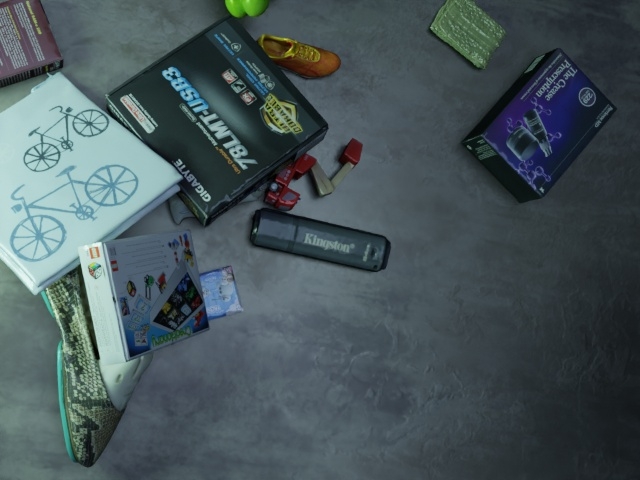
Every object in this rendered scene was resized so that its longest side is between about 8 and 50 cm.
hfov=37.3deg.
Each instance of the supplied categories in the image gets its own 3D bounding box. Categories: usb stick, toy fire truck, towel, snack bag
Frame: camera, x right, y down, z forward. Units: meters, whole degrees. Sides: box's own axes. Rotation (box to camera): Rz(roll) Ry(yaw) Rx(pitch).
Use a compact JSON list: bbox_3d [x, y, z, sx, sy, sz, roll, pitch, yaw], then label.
[{"bbox_3d":[0.000,0.000,1.828,0.278,0.045,0.077,13,82,-14],"label":"usb stick"},{"bbox_3d":[-0.013,-0.129,1.825,0.135,0.047,0.192,27,72,-6],"label":"toy fire truck"},{"bbox_3d":[0.306,-0.433,1.953,0.148,0.027,0.110,36,77,-9],"label":"towel"},{"bbox_3d":[-0.465,-0.110,1.622,0.342,0.037,0.323,40,63,17],"label":"snack bag"}]

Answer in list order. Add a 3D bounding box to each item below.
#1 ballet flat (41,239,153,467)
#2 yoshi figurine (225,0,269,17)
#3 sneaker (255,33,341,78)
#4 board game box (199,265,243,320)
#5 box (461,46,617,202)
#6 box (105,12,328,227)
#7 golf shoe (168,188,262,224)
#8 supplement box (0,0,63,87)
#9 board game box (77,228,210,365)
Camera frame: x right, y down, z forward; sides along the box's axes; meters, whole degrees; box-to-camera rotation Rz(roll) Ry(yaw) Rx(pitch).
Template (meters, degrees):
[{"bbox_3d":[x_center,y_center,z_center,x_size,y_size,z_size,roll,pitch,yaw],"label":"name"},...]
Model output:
[{"bbox_3d":[-0.391,0.143,1.642,0.182,0.164,0.482,-13,87,2],"label":"ballet flat"},{"bbox_3d":[-0.129,-0.601,1.755,0.203,0.203,0.362,-10,109,-25],"label":"yoshi figurine"},{"bbox_3d":[-0.042,-0.354,1.832,0.175,0.067,0.064,7,83,-16],"label":"sneaker"},{"bbox_3d":[-0.199,0.101,1.779,0.090,0.020,0.090,-15,91,-15],"label":"board game box"},{"bbox_3d":[0.449,-0.234,1.942,0.184,0.103,0.261,44,76,-11],"label":"box"},{"bbox_3d":[-0.188,-0.224,1.741,0.293,0.073,0.295,-37,83,-19],"label":"box"},{"bbox_3d":[-0.197,-0.069,1.779,0.176,0.069,0.086,-2,103,-10],"label":"golf shoe"},{"bbox_3d":[-0.592,-0.335,1.676,0.239,0.073,0.130,-21,92,-15],"label":"supplement box"},{"bbox_3d":[-0.290,0.087,1.612,0.053,0.305,0.193,-11,91,19],"label":"board game box"}]
